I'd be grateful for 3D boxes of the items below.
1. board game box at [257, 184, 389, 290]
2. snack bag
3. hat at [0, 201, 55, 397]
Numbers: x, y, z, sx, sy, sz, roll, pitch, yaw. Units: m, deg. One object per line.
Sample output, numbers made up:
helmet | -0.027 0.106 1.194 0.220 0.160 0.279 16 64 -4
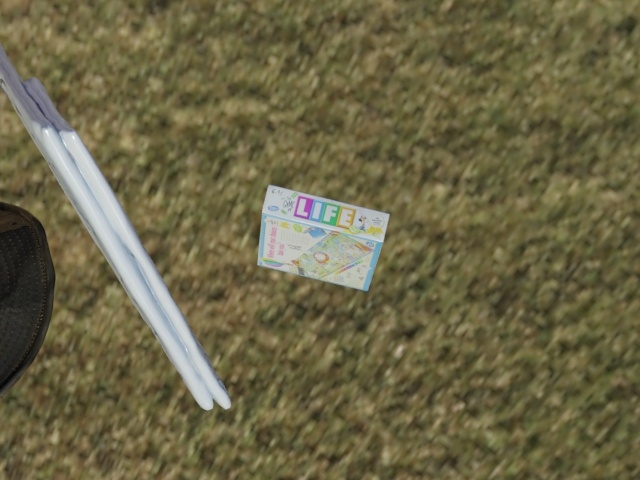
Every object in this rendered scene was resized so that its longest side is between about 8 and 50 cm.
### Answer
board game box | 0.000 0.000 1.461 0.103 0.154 0.026 13 73 0
snack bag | -0.208 -0.026 1.607 0.037 0.323 0.342 -32 28 -7
hat | -0.428 0.053 1.641 0.331 0.134 0.331 -14 50 17
